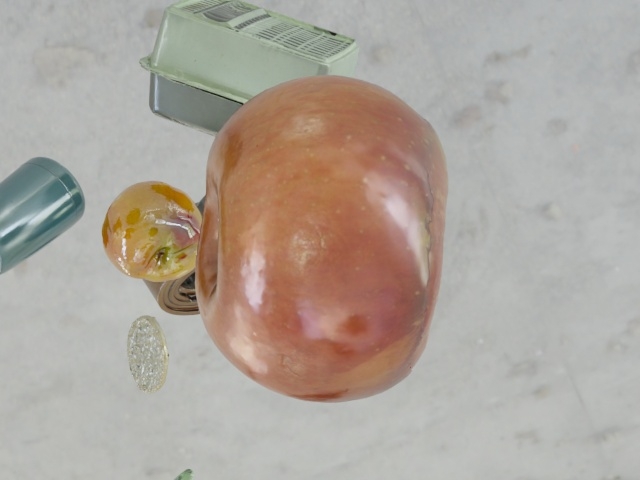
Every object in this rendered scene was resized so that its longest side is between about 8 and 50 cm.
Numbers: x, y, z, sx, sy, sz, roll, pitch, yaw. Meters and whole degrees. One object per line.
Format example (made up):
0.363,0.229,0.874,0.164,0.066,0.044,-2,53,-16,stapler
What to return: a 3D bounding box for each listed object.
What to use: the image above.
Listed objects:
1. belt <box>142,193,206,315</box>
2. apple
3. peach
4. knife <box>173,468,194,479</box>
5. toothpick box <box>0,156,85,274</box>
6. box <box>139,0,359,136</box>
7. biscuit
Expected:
-0.153,0.015,1.698,0.261,0.105,0.184,-19,145,-27,belt
0.000,0.000,0.936,0.206,0.251,0.271,6,119,-5,apple
-0.220,-0.014,1.477,0.138,0.138,0.138,-9,139,-8,peach
-0.230,0.362,1.213,0.293,0.043,0.020,-54,145,4,knife
-0.451,-0.032,1.652,0.120,0.184,0.120,22,136,23,toothpick box
-0.097,-0.237,1.594,0.291,0.220,0.166,20,112,10,box
-0.323,0.213,2.073,0.020,0.152,0.152,-5,141,-37,biscuit
